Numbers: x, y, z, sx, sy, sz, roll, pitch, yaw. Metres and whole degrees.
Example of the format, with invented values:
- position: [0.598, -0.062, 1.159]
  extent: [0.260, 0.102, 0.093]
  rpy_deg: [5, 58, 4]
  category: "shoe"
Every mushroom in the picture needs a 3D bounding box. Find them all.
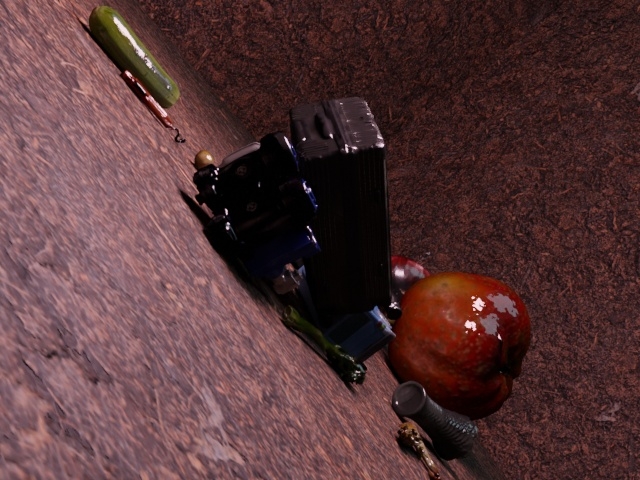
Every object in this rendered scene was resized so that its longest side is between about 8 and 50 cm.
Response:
- position: [-0.149, -0.060, 1.673]
  extent: [0.306, 0.043, 0.068]
  rpy_deg: [52, 28, -37]
  category: "mushroom"

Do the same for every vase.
- position: [0.239, 0.381, 1.823]
  extent: [0.237, 0.115, 0.115]
  rpy_deg: [43, 9, -45]
  category: "vase"

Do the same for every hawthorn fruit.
- position: [0.349, 0.277, 2.291]
  extent: [0.403, 0.403, 0.403]
  rpy_deg: [52, 4, -5]
  category: "hawthorn fruit"

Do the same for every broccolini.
- position: [0.002, 0.177, 1.382]
  extent: [0.254, 0.071, 0.057]
  rpy_deg: [39, 54, -48]
  category: "broccolini"

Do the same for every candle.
- position: [-0.304, -0.242, 1.564]
  extent: [0.167, 0.021, 0.026]
  rpy_deg: [51, -16, -17]
  category: "candle"

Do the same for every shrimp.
- position: [0.178, 0.382, 1.540]
  extent: [0.124, 0.034, 0.178]
  rpy_deg: [60, 1, 15]
  category: "shrimp"

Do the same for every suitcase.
- position: [0.040, -0.053, 1.457]
  extent: [0.229, 0.152, 0.335]
  rpy_deg: [-106, -171, -58]
  category: "suitcase"

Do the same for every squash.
- position: [-0.349, -0.341, 1.603]
  extent: [0.229, 0.066, 0.066]
  rpy_deg: [50, 4, -31]
  category: "squash"

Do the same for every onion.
- position: [0.227, 0.140, 2.534]
  extent: [0.273, 0.273, 0.285]
  rpy_deg: [50, 43, -30]
  category: "onion"

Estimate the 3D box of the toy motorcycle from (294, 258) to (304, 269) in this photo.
- position: [0.008, 0.058, 1.971]
  extent: [0.173, 0.108, 0.307]
  rpy_deg: [48, -1, 22]
  category: "toy motorcycle"

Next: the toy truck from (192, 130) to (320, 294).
- position: [-0.080, -0.041, 1.302]
  extent: [0.177, 0.161, 0.213]
  rpy_deg: [56, 10, -56]
  category: "toy truck"

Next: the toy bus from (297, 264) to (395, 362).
- position: [0.037, 0.119, 1.629]
  extent: [0.133, 0.116, 0.234]
  rpy_deg: [46, 8, -33]
  category: "toy bus"
